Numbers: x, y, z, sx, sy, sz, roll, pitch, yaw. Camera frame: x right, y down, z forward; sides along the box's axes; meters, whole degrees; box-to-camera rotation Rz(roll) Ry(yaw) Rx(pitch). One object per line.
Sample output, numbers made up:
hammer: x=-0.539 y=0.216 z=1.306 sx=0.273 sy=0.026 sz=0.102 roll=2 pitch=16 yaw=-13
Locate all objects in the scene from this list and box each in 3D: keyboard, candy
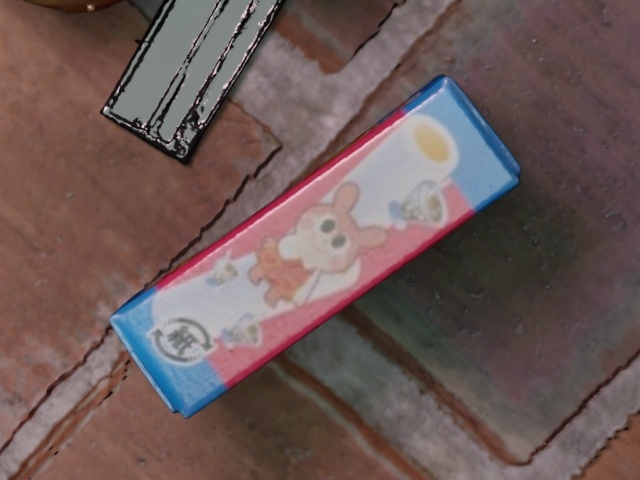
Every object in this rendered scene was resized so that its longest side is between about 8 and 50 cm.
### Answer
keyboard: x=-0.077 y=-0.186 z=1.363 sx=0.087 sy=0.017 sz=0.250 roll=31 pitch=97 yaw=-1
candy: x=-0.001 y=-0.001 z=1.305 sx=0.306 sy=0.157 sz=0.100 roll=-35 pitch=92 yaw=6

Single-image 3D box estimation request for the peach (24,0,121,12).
peach: x=-0.185 y=-0.288 z=1.265 sx=0.232 sy=0.232 sz=0.232 roll=0 pitch=95 yaw=3
